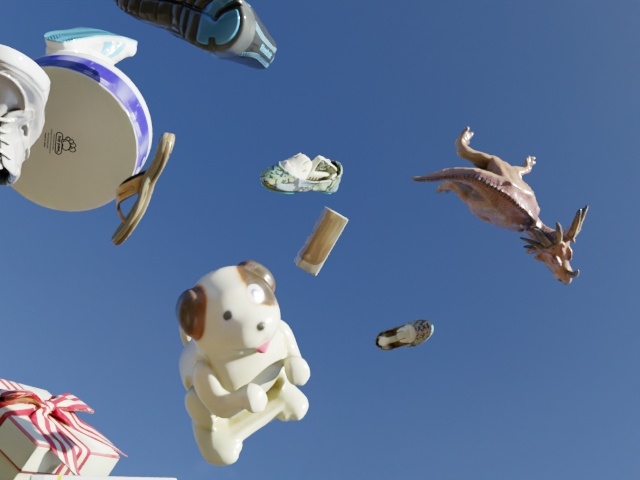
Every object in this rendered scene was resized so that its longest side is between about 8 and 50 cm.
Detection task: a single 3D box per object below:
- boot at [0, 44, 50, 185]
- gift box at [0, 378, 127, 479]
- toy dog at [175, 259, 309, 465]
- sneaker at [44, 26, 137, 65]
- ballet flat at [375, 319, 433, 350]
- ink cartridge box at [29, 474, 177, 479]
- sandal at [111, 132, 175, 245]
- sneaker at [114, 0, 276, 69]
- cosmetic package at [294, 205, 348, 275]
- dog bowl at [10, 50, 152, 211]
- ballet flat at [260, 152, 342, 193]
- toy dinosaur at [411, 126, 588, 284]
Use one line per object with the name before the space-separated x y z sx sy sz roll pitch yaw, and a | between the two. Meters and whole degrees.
boot | -0.425 -0.154 0.908 0.095 0.123 0.258 15 -17 -12
gift box | -0.505 0.384 1.136 0.276 0.258 0.255 29 -10 21
toy dog | -0.188 0.233 1.537 0.395 0.284 0.408 53 -30 36
sneaker | -0.437 -0.352 1.288 0.087 0.228 0.092 18 -65 17
ballet flat | 0.129 0.155 1.080 0.041 0.041 0.114 46 -42 -15
ink cartridge box | -0.205 0.312 0.707 0.209 0.109 0.062 7 -50 -13
sandal | -0.262 -0.078 0.965 0.049 0.072 0.180 24 -77 -16
sneaker | -0.213 -0.370 1.080 0.341 0.139 0.125 42 -79 26
cosmetic package | 0.000 0.000 1.192 0.041 0.060 0.115 29 -88 -10
dog bowl | -0.438 -0.187 1.182 0.265 0.104 0.265 0 -63 -1
ballet flat | -0.026 -0.115 1.118 0.070 0.188 0.070 3 -84 33
toy dinosaur | 0.288 -0.056 1.020 0.295 0.200 0.127 20 -64 -34
